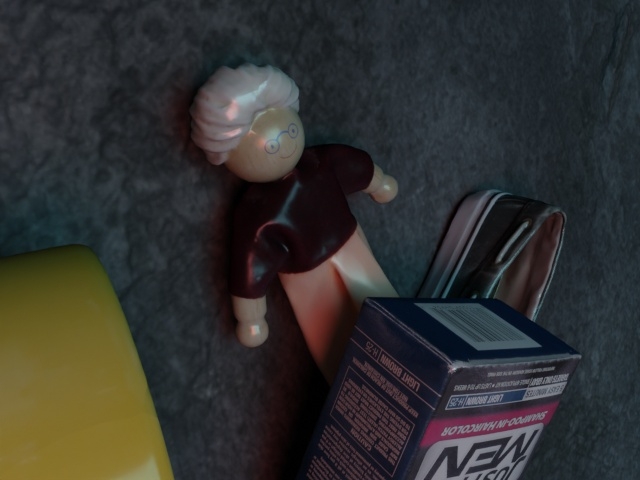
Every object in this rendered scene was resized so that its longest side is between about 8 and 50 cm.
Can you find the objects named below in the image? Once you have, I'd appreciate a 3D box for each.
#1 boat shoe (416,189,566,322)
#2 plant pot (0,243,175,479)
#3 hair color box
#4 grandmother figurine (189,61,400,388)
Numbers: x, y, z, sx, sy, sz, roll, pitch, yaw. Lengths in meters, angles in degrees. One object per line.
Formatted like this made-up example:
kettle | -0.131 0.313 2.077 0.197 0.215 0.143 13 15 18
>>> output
boat shoe | 0.163 0.097 0.761 0.121 0.119 0.335 29 75 -39
plant pot | -0.210 0.148 0.375 0.239 0.254 0.253 -15 104 -24
hair color box | 0.070 0.223 0.626 0.174 0.105 0.347 4 113 -40
grandmother figurine | 0.000 0.000 0.628 0.207 0.104 0.342 -53 128 -35
